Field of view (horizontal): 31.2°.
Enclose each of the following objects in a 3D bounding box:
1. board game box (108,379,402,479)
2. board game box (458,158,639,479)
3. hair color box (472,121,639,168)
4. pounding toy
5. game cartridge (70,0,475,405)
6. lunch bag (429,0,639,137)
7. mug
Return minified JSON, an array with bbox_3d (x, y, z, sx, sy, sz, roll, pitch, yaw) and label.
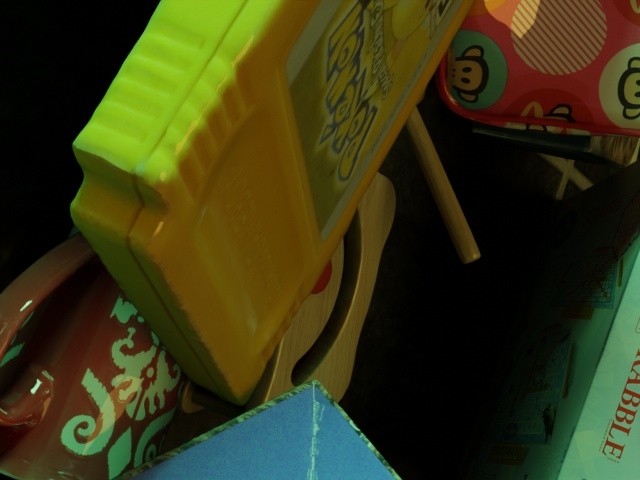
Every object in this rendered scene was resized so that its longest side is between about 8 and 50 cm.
[{"bbox_3d":[-0.093,0.246,0.615,0.232,0.141,0.291,-20,151,-45],"label":"board game box"},{"bbox_3d":[0.219,0.097,0.955,0.318,0.066,0.318,121,-9,-83],"label":"board game box"},{"bbox_3d":[0.235,-0.242,0.953,0.174,0.105,0.347,3,100,-63],"label":"hair color box"},{"bbox_3d":[0.000,0.000,0.738,0.154,0.155,0.269,14,91,-55],"label":"pounding toy"},{"bbox_3d":[0.009,-0.095,0.555,0.323,0.053,0.285,-63,167,-16],"label":"game cartridge"},{"bbox_3d":[0.209,-0.216,0.782,0.120,0.258,0.293,-91,-173,-77],"label":"lunch bag"},{"bbox_3d":[-0.119,0.058,0.638,0.150,0.113,0.169,121,-7,-75],"label":"mug"}]
